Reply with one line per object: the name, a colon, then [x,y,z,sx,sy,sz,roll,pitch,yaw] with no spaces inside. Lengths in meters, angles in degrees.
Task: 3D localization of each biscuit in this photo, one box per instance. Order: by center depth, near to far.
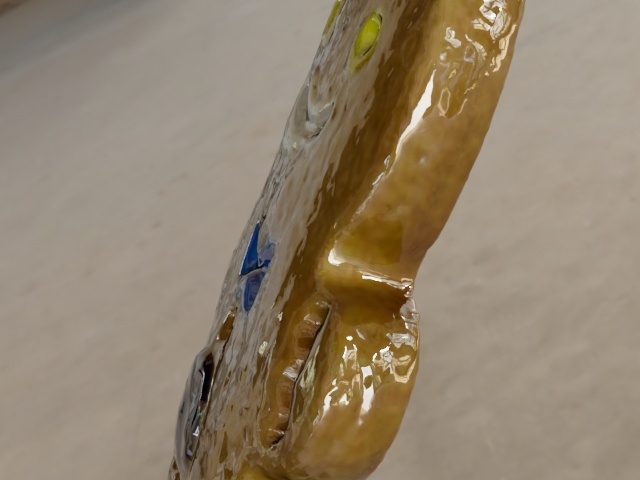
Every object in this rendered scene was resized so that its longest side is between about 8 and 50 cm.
biscuit: [0.000,0.000,0.422,0.180,0.039,0.236,-127,58,-75]
